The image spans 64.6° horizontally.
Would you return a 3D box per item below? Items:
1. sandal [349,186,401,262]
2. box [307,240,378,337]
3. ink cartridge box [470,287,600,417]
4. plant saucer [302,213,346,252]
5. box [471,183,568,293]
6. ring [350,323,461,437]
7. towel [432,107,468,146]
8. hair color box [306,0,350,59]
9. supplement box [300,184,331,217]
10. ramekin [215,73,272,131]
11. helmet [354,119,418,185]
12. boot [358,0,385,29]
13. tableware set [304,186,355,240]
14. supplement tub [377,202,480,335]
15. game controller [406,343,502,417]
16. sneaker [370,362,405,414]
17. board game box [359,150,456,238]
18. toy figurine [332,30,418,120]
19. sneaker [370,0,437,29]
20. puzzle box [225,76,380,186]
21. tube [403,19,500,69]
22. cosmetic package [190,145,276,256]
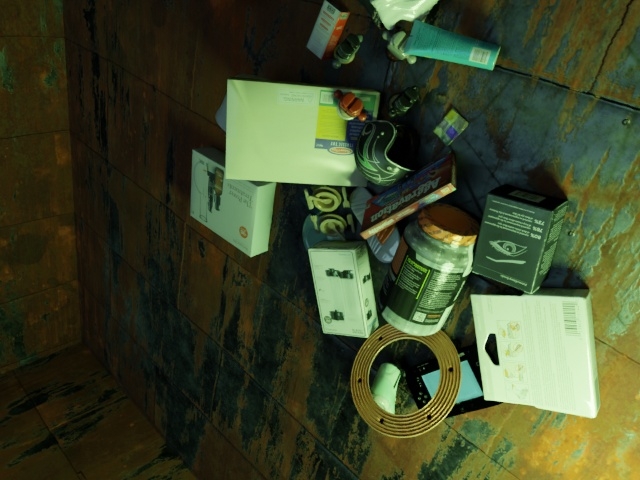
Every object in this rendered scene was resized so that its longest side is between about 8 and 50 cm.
[{"bbox_3d":[0.173,-0.052,1.458,0.102,0.076,0.265,-45,52,28],"label":"sandal"},{"bbox_3d":[0.074,0.148,1.580,0.169,0.087,0.290,-1,108,33],"label":"box"},{"bbox_3d":[0.518,0.261,1.229,0.261,0.066,0.297,-2,104,39],"label":"ink cartridge box"},{"bbox_3d":[0.000,0.000,1.659,0.195,0.037,0.195,18,118,39],"label":"plant saucer"},{"bbox_3d":[0.457,-0.006,1.170,0.153,0.108,0.207,24,121,35],"label":"box"},{"bbox_3d":[0.239,0.387,1.441,0.336,0.032,0.337,-18,53,25],"label":"ring"},{"bbox_3d":[0.324,-0.283,1.264,0.060,0.009,0.083,53,133,14],"label":"towel"},{"bbox_3d":[0.020,-0.588,1.416,0.072,0.043,0.141,47,133,21],"label":"hair color box"},{"bbox_3d":[-0.001,-0.125,1.579,0.083,0.083,0.056,56,134,13],"label":"supplement box"},{"bbox_3d":[-0.160,-0.382,1.510,0.277,0.277,0.135,42,122,25],"label":"ramekin"},{"bbox_3d":[0.170,-0.224,1.326,0.169,0.169,0.162,11,98,41],"label":"helmet"},{"bbox_3d":[0.164,-0.660,1.230,0.179,0.085,0.236,55,134,8],"label":"boot"},{"bbox_3d":[0.025,-0.076,1.510,0.128,0.039,0.194,-2,136,14],"label":"tableware set"},{"bbox_3d":[0.280,0.074,1.309,0.193,0.193,0.316,37,128,28],"label":"supplement tub"},{"bbox_3d":[0.376,0.404,1.430,0.319,0.067,0.167,-37,79,44],"label":"game controller"},{"bbox_3d":[0.214,0.477,1.605,0.094,0.151,0.256,20,153,18],"label":"sneaker"},{"bbox_3d":[0.223,-0.115,1.303,0.281,0.145,0.027,-30,119,35],"label":"board game box"},{"bbox_3d":[0.134,-0.407,1.261,0.212,0.148,0.210,-7,98,-1],"label":"toy figurine"},{"bbox_3d":[0.238,-0.568,1.173,0.232,0.090,0.115,-16,134,19],"label":"sneaker"},{"bbox_3d":[-0.053,-0.291,1.391,0.052,0.408,0.272,-105,20,-63],"label":"puzzle box"},{"bbox_3d":[0.298,-0.439,1.150,0.207,0.052,0.080,21,90,14],"label":"tube"},{"bbox_3d":[-0.337,-0.152,1.884,0.377,0.097,0.285,30,127,32],"label":"cosmetic package"}]
